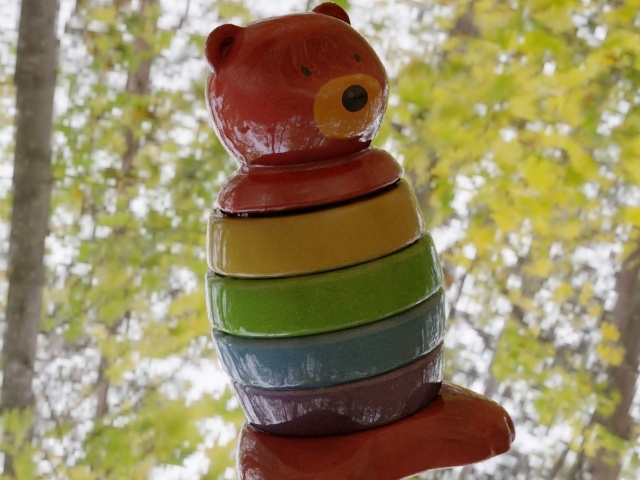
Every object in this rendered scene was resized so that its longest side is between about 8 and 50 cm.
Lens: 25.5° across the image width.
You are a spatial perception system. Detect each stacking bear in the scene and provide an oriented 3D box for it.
[{"bbox_3d":[0.000,0.000,0.887,0.175,0.289,0.164,-15,-167,-26],"label":"stacking bear"}]
